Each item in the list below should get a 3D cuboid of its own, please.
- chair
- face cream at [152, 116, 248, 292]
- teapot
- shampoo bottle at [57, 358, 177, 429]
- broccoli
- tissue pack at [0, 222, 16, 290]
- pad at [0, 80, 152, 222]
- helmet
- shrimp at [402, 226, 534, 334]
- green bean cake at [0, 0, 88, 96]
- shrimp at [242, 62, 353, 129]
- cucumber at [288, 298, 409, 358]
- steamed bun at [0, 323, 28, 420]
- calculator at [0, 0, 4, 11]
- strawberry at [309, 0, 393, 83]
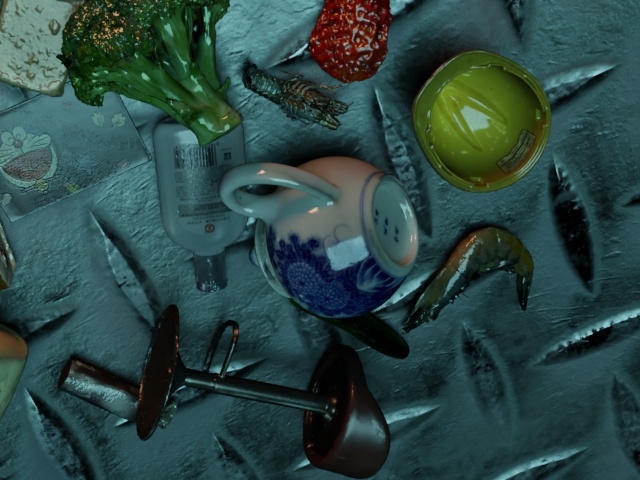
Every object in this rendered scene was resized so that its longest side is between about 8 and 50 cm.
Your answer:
[{"bbox_3d":[-0.086,0.260,1.585,0.400,0.226,0.227,16,110,-18],"label":"chair"},{"bbox_3d":[-0.182,-0.057,1.500,0.143,0.071,0.291,-9,116,-10],"label":"face cream"},{"bbox_3d":[0.000,0.000,1.488,0.280,0.252,0.424,-13,146,32],"label":"teapot"},{"bbox_3d":[-0.346,0.267,1.625,0.207,0.057,0.063,30,99,-25],"label":"shampoo bottle"},{"bbox_3d":[-0.205,-0.254,1.299,0.269,0.254,0.269,1,85,-11],"label":"broccoli"},{"bbox_3d":[-0.600,0.013,1.432,0.226,0.092,0.183,-15,117,-3],"label":"tissue pack"},{"bbox_3d":[-0.405,-0.145,1.448,0.245,0.006,0.170,-24,117,0],"label":"pad"},{"bbox_3d":[0.231,-0.204,1.483,0.205,0.140,0.257,-46,121,9],"label":"helmet"},{"bbox_3d":[0.277,0.104,1.689,0.198,0.051,0.262,36,100,-25],"label":"shrimp"},{"bbox_3d":[-0.394,-0.303,1.332,0.109,0.085,0.179,14,110,-16],"label":"green bean cake"},{"bbox_3d":[-0.037,-0.228,1.458,0.174,0.076,0.082,23,95,-11],"label":"shrimp"},{"bbox_3d":[0.057,0.143,1.657,0.284,0.056,0.056,30,105,-28],"label":"cucumber"},{"bbox_3d":[-0.588,0.228,1.489,0.170,0.200,0.226,33,111,17],"label":"steamed bun"},{"bbox_3d":[-0.493,-0.379,1.309,0.095,0.021,0.153,-27,116,1],"label":"calculator"},{"bbox_3d":[0.050,-0.326,1.422,0.121,0.082,0.188,3,117,-11],"label":"strawberry"}]
